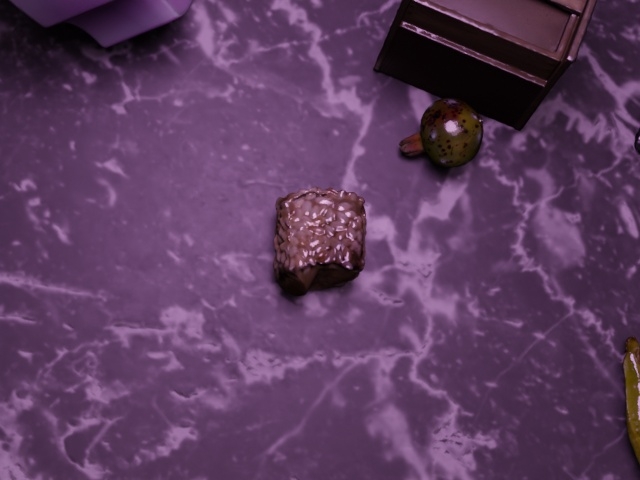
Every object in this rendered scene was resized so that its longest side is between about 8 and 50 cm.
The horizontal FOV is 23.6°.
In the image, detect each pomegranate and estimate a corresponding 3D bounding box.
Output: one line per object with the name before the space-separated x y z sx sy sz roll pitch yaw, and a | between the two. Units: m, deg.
pomegranate | 0.127 -0.114 1.592 0.085 0.073 0.073 13 76 13

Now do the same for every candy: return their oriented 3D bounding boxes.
candy | 0.000 0.000 1.545 0.095 0.085 0.110 0 73 -16

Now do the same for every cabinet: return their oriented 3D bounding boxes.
cabinet | 0.173 -0.238 1.546 0.175 0.215 0.148 22 76 0

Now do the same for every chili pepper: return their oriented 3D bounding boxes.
chili pepper | 0.337 0.199 1.552 0.049 0.043 0.208 -21 79 3

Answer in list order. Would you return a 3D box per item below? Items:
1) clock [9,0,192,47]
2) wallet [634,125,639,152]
clock | -0.250 -0.362 1.511 0.102 0.338 0.338 -20 78 24
wallet | 0.482 -0.090 1.639 0.285 0.030 0.146 31 79 3
